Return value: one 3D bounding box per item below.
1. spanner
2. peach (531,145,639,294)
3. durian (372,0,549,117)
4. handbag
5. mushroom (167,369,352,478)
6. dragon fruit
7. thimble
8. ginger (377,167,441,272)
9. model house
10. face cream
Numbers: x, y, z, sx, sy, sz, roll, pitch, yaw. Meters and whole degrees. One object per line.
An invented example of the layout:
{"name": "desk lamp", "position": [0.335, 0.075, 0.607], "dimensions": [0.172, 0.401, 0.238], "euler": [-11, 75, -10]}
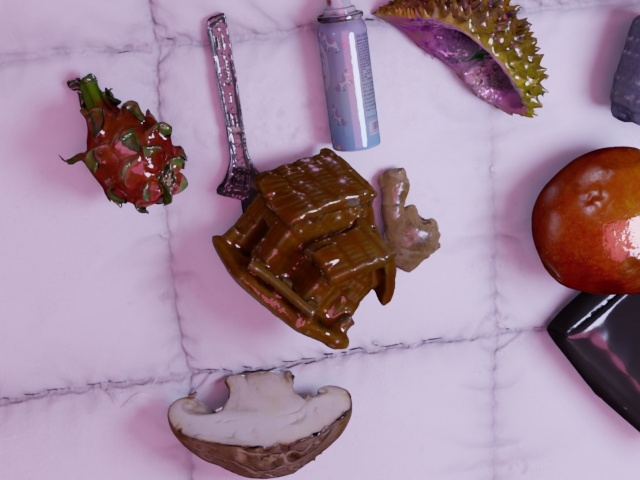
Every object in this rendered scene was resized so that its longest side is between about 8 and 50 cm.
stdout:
{"name": "spanner", "position": [-0.125, -0.174, 1.880], "dimensions": [0.093, 0.026, 0.325], "euler": [-11, 105, -9]}
{"name": "peach", "position": [0.441, -0.019, 1.927], "dimensions": [0.244, 0.199, 0.243], "euler": [-2, 75, 9]}
{"name": "durian", "position": [0.244, -0.291, 1.858], "dimensions": [0.260, 0.186, 0.153], "euler": [34, 103, -30]}
{"name": "handbag", "position": [0.540, 0.159, 2.049], "dimensions": [0.257, 0.113, 0.285], "euler": [-45, 101, -3]}
{"name": "mushroom", "position": [-0.093, 0.303, 1.970], "dimensions": [0.286, 0.156, 0.151], "euler": [-3, 133, -9]}
{"name": "dragon fruit", "position": [-0.291, -0.137, 1.808], "dimensions": [0.236, 0.135, 0.137], "euler": [42, 67, 1]}
{"name": "thimble", "position": [0.558, -0.239, 1.908], "dimensions": [0.236, 0.205, 0.172], "euler": [2, 110, -37]}
{"name": "ginger", "position": [0.136, -0.029, 1.944], "dimensions": [0.096, 0.067, 0.165], "euler": [-1, 106, 12]}
{"name": "model house", "position": [-0.001, 0.001, 1.857], "dimensions": [0.220, 0.199, 0.229], "euler": [24, 106, -41]}
{"name": "face cream", "position": [0.039, -0.249, 1.866], "dimensions": [0.075, 0.075, 0.229], "euler": [-10, 105, -8]}
